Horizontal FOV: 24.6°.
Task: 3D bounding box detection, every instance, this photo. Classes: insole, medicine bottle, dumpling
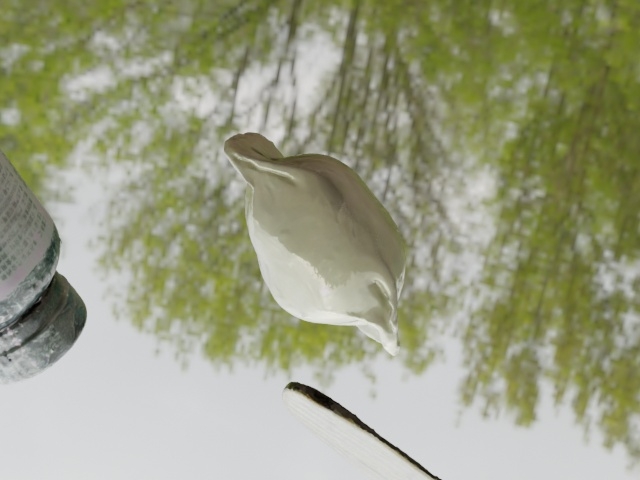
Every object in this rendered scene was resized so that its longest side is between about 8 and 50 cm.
[{"bbox_3d":[0.116,0.196,0.920,0.348,0.119,0.009,35,-111,10],"label":"insole"},{"bbox_3d":[-0.295,-0.022,1.122,0.141,0.293,0.141,-23,-147,16],"label":"medicine bottle"},{"bbox_3d":[0.000,0.000,1.356,0.250,0.132,0.162,53,-177,-3],"label":"dumpling"}]
